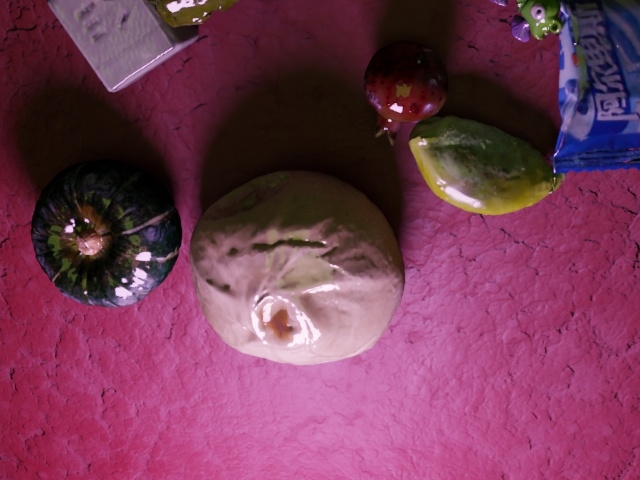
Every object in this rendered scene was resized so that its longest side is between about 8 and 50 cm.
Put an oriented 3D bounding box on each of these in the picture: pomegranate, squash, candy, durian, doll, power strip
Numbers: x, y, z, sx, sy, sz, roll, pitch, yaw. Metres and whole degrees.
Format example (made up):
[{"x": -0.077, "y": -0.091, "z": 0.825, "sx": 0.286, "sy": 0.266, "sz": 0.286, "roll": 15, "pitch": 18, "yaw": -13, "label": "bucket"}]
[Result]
[{"x": 0.116, "y": -0.227, "z": 1.220, "sx": 0.129, "sy": 0.129, "sz": 0.159, "roll": 42, "pitch": 119, "yaw": -10, "label": "pomegranate"}, {"x": -0.358, "y": -0.014, "z": 1.339, "sx": 0.252, "sy": 0.165, "sz": 0.252, "roll": 2, "pitch": 110, "yaw": 7, "label": "squash"}, {"x": 0.425, "y": -0.261, "z": 1.191, "sx": 0.187, "sy": 0.077, "sz": 0.331, "roll": -5, "pitch": 109, "yaw": 7, "label": "candy"}, {"x": 0.253, "y": -0.111, "z": 1.258, "sx": 0.250, "sy": 0.101, "sz": 0.139, "roll": 27, "pitch": 112, "yaw": -4, "label": "durian"}, {"x": 0.290, "y": -0.375, "z": 1.149, "sx": 0.190, "sy": 0.050, "sz": 0.115, "roll": 60, "pitch": 141, "yaw": 10, "label": "doll"}, {"x": -0.311, "y": -0.360, "z": 1.207, "sx": 0.140, "sy": 0.139, "sz": 0.224, "roll": -29, "pitch": 106, "yaw": 18, "label": "power strip"}]

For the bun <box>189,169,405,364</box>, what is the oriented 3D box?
[{"x": -0.051, "y": 0.070, "z": 1.291, "sx": 0.364, "sy": 0.202, "sz": 0.364, "roll": 9, "pitch": 123, "yaw": 13, "label": "bun"}]

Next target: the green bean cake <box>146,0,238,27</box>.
[{"x": -0.159, "y": -0.494, "z": 1.044, "sx": 0.335, "sy": 0.218, "sz": 0.319, "roll": -31, "pitch": 127, "yaw": 10, "label": "green bean cake"}]
